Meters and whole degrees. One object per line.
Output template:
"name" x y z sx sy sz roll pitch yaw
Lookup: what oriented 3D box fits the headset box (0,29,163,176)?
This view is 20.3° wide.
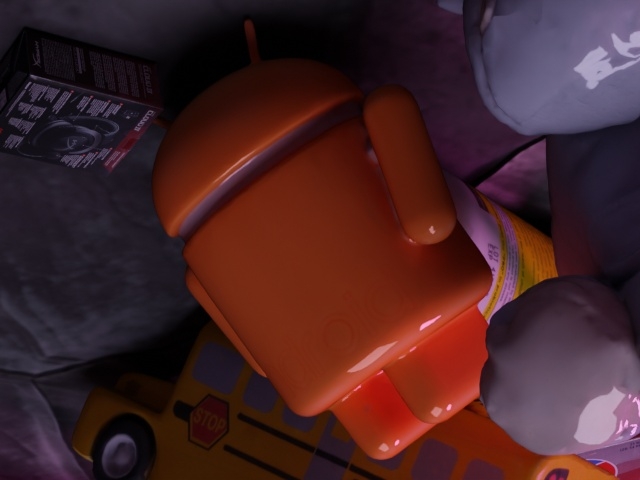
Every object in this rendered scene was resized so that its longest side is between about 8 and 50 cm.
"headset box" -0.124 -0.067 0.903 0.083 0.032 0.062 11 141 -33

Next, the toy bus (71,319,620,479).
"toy bus" 0.003 0.138 1.070 0.332 0.130 0.108 19 174 41

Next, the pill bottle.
"pill bottle" 0.099 0.043 1.064 0.117 0.117 0.215 -31 143 27

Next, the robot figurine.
"robot figurine" 0.001 -0.001 0.902 0.128 0.219 0.158 -35 174 -11

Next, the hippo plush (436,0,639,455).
"hippo plush" 0.179 -0.054 0.829 0.234 0.237 0.294 -11 -174 16

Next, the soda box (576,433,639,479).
"soda box" 0.123 0.145 1.259 0.263 0.083 0.092 -13 147 3
